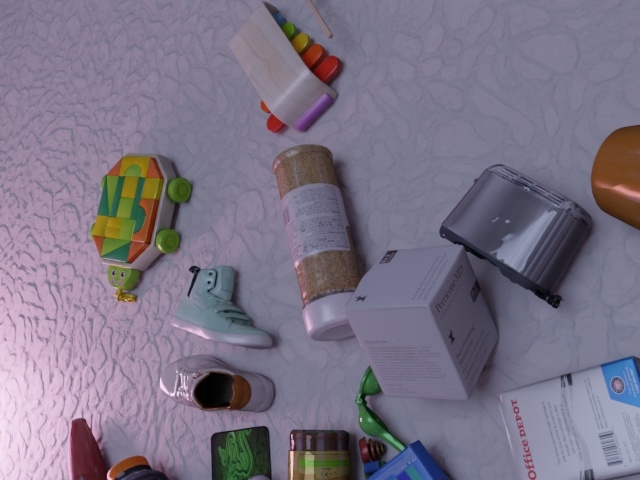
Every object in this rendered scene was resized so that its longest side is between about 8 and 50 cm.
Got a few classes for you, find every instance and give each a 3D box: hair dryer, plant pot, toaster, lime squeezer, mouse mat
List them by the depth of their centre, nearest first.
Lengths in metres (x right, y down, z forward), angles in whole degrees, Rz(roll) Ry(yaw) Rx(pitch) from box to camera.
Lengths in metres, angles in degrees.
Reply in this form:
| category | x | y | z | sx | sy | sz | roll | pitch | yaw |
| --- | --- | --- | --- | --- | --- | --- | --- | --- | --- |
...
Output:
| category | x | y | z | sx | sy | sz | roll | pitch | yaw |
| --- | --- | --- | --- | --- | --- | --- | --- | --- | --- |
| plant pot | 0.480 | -0.079 | 1.049 | 0.188 | 0.205 | 0.205 | 21 | 91 | 55 |
| toaster | 0.306 | -0.015 | 1.194 | 0.227 | 0.129 | 0.146 | 37 | 99 | 39 |
| lime squeezer | 0.107 | 0.259 | 1.318 | 0.110 | 0.059 | 0.310 | -25 | 63 | 31 |
| mouse mat | -0.153 | 0.458 | 1.496 | 0.153 | 0.007 | 0.189 | -17 | 67 | 33 |
| hair dryer | -0.559 | 0.543 | 1.735 | 0.224 | 0.080 | 0.293 | 5 | 81 | 39 |

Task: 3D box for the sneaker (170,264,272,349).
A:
| category | x | y | z | sx | sy | sz | roll | pitch | yaw |
| --- | --- | --- | --- | --- | --- | --- | --- | --- | --- |
| sneaker | -0.187 | 0.126 | 1.555 | 0.256 | 0.094 | 0.151 | 12 | 82 | 38 |

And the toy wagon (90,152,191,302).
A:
| category | x | y | z | sx | sy | sz | roll | pitch | yaw |
| --- | --- | --- | --- | --- | --- | --- | --- | --- | --- |
| toy wagon | -0.431 | -0.029 | 1.798 | 0.267 | 0.068 | 0.344 | 7 | 82 | 39 |

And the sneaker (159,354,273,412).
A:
| category | x | y | z | sx | sy | sz | roll | pitch | yaw |
| --- | --- | --- | --- | --- | --- | --- | --- | --- | --- |
| sneaker | -0.236 | 0.277 | 1.534 | 0.290 | 0.123 | 0.105 | -3 | 78 | 38 |

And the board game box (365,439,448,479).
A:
| category | x | y | z | sx | sy | sz | roll | pitch | yaw |
| --- | --- | --- | --- | --- | --- | --- | --- | --- | --- |
| board game box | 0.153 | 0.444 | 1.210 | 0.160 | 0.047 | 0.210 | -44 | 69 | 20 |

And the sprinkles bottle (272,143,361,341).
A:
| category | x | y | z | sx | sy | sz | roll | pitch | yaw |
| --- | --- | --- | --- | --- | --- | --- | --- | --- | --- |
| sprinkles bottle | 0.000 | 0.000 | 1.426 | 0.121 | 0.121 | 0.355 | -27 | 63 | 29 |

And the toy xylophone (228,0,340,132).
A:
| category | x | y | z | sx | sy | sz | roll | pitch | yaw |
| --- | --- | --- | --- | --- | --- | --- | --- | --- | --- |
| toy xylophone | -0.068 | -0.386 | 1.607 | 0.236 | 0.081 | 0.322 | -36 | 59 | 25 |

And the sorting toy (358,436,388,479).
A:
| category | x | y | z | sx | sy | sz | roll | pitch | yaw |
| --- | --- | --- | --- | --- | --- | --- | --- | --- | --- |
| sorting toy | 0.093 | 0.377 | 1.307 | 0.042 | 0.061 | 0.101 | -10 | 76 | -2 |

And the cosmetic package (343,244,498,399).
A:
| category | x | y | z | sx | sy | sz | roll | pitch | yaw |
| --- | --- | --- | --- | --- | --- | --- | --- | --- | --- |
| cosmetic package | 0.158 | 0.126 | 1.202 | 0.152 | 0.183 | 0.151 | -5 | 32 | 36 |

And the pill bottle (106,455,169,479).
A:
| category | x | y | z | sx | sy | sz | roll | pitch | yaw |
| --- | --- | --- | --- | --- | --- | --- | --- | --- | --- |
| pill bottle | -0.335 | 0.545 | 1.531 | 0.130 | 0.130 | 0.245 | -50 | 54 | 16 |

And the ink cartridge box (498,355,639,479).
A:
| category | x | y | z | sx | sy | sz | roll | pitch | yaw |
| --- | --- | --- | --- | --- | --- | --- | --- | --- | --- |
| ink cartridge box | 0.372 | 0.262 | 1.094 | 0.203 | 0.086 | 0.148 | -24 | 65 | 31 |

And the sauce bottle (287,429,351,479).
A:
| category | x | y | z | sx | sy | sz | roll | pitch | yaw |
| --- | --- | --- | --- | --- | --- | --- | --- | --- | --- |
| sauce bottle | -0.001 | 0.491 | 1.306 | 0.111 | 0.111 | 0.344 | -12 | 73 | 35 |

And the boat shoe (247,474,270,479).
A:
| category | x | y | z | sx | sy | sz | roll | pitch | yaw |
| --- | --- | --- | --- | --- | --- | --- | --- | --- | --- |
| boat shoe | -0.161 | 0.521 | 1.427 | 0.076 | 0.083 | 0.226 | 25 | 97 | 36 |
